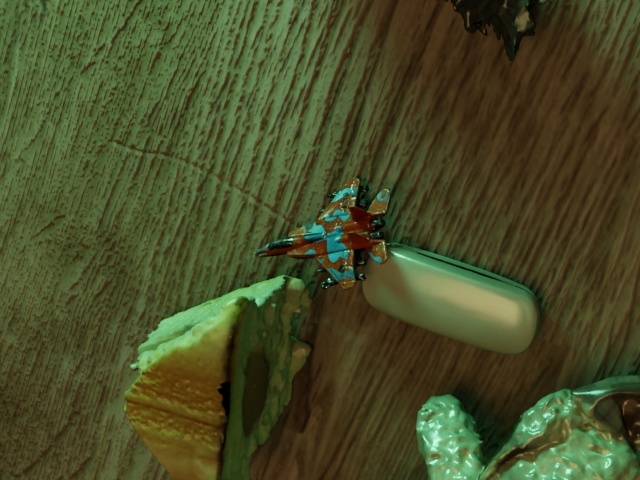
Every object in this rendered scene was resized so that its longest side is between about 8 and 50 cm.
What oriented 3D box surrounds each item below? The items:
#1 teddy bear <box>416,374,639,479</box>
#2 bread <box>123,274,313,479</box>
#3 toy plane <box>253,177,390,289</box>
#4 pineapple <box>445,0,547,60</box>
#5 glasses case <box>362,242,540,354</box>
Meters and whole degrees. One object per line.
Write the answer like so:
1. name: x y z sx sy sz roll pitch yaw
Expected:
1. teddy bear: 0.221 0.300 1.965 0.362 0.375 0.327 -37 87 -13
2. bread: -0.093 0.172 2.023 0.224 0.183 0.211 -27 95 31
3. toy plane: 0.003 0.001 1.992 0.189 0.061 0.130 -17 64 45
4. pineapple: 0.072 -0.317 1.797 0.362 0.202 0.202 38 118 2
5. glasses case: 0.141 0.063 1.954 0.204 0.051 0.081 20 114 18
